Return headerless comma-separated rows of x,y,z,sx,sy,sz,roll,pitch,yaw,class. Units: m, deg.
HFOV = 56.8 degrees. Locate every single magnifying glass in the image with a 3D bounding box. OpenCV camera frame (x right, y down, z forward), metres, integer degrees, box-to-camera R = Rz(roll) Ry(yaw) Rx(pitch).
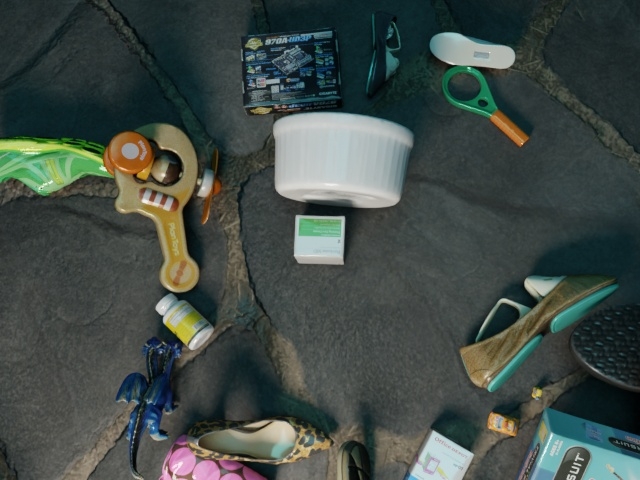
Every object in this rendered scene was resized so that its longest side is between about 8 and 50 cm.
0.359,-0.291,1.285,0.092,0.026,0.231,-43,77,-5,magnifying glass

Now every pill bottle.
-0.280,0.164,1.215,0.116,0.065,0.065,42,84,12,pill bottle

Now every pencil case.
-0.200,0.462,1.134,0.210,0.095,0.098,22,46,10,pencil case

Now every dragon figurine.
-0.329,0.300,1.122,0.085,0.289,0.143,1,116,7,dragon figurine

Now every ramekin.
0.039,-0.146,1.156,0.278,0.277,0.135,6,86,5,ramekin

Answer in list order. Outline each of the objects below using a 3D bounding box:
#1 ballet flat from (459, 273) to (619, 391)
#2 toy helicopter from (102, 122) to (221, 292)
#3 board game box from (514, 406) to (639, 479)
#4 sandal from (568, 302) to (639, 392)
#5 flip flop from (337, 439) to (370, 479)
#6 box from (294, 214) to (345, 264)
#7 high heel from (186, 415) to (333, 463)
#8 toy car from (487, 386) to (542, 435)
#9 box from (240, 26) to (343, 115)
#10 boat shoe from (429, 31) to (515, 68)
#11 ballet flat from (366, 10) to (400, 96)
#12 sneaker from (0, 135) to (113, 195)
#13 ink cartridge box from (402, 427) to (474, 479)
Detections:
0.412,0.148,1.157,0.342,0.116,0.124,-39,59,0,ballet flat
-0.303,-0.069,1.237,0.235,0.140,0.354,-12,94,-25,toy helicopter
0.519,0.460,1.024,0.337,0.079,0.253,15,112,7,board game box
0.675,0.195,1.112,0.447,0.107,0.167,-9,56,-9,sandal
0.038,0.516,1.105,0.080,0.112,0.276,-4,79,30,flip flop
0.000,0.000,1.209,0.101,0.102,0.087,2,80,4,box
-0.110,0.375,1.094,0.262,0.186,0.093,3,78,5,high heel
0.376,0.323,1.144,0.060,0.040,0.122,33,83,10,toy car
-0.065,-0.376,1.319,0.221,0.051,0.175,-5,78,3,box
0.330,-0.415,1.293,0.184,0.063,0.066,6,108,5,boat shoe
0.141,-0.412,1.304,0.074,0.074,0.203,4,76,5,ballet flat
-0.573,-0.161,1.300,0.296,0.109,0.123,5,107,1,sneaker
0.223,0.433,1.126,0.089,0.052,0.122,28,80,10,ink cartridge box
